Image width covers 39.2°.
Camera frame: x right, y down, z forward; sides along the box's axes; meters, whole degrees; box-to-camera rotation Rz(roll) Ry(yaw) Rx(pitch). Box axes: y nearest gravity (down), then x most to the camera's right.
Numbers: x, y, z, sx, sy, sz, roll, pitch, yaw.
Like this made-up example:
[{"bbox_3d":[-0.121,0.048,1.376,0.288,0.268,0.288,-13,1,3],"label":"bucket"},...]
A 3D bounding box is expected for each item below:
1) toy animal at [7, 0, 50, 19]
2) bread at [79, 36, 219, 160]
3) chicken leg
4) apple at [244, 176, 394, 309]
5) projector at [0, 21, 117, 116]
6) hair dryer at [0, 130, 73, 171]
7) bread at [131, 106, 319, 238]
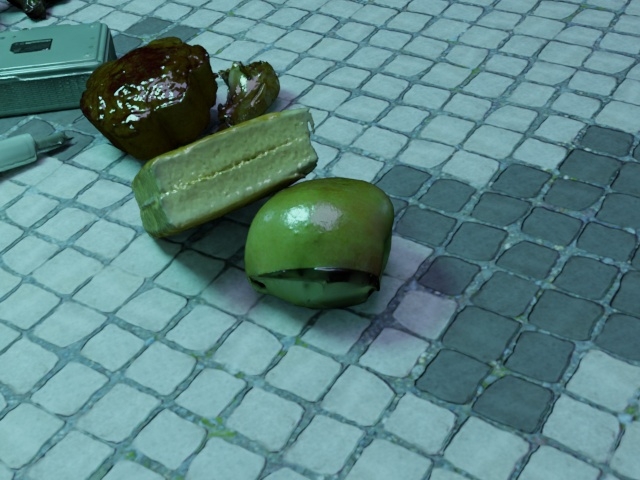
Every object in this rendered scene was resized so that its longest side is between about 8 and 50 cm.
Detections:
[{"bbox_3d":[-0.665,-0.555,2.033,0.218,0.116,0.180,0,60,-39],"label":"toy animal"},{"bbox_3d":[-0.283,-0.248,1.535,0.232,0.135,0.247,-25,40,5],"label":"bread"},{"bbox_3d":[-0.143,-0.247,1.586,0.085,0.101,0.208,-13,38,43],"label":"chicken leg"},{"bbox_3d":[0.000,0.000,1.216,0.188,0.174,0.207,9,26,13],"label":"apple"},{"bbox_3d":[-0.528,-0.334,1.723,0.256,0.099,0.192,-8,38,-3],"label":"projector"},{"bbox_3d":[-0.567,-0.124,1.488,0.357,0.108,0.173,-25,46,-31],"label":"hair dryer"},{"bbox_3d":[-0.140,-0.095,1.302,0.246,0.111,0.239,-23,4,-19],"label":"bread"}]
